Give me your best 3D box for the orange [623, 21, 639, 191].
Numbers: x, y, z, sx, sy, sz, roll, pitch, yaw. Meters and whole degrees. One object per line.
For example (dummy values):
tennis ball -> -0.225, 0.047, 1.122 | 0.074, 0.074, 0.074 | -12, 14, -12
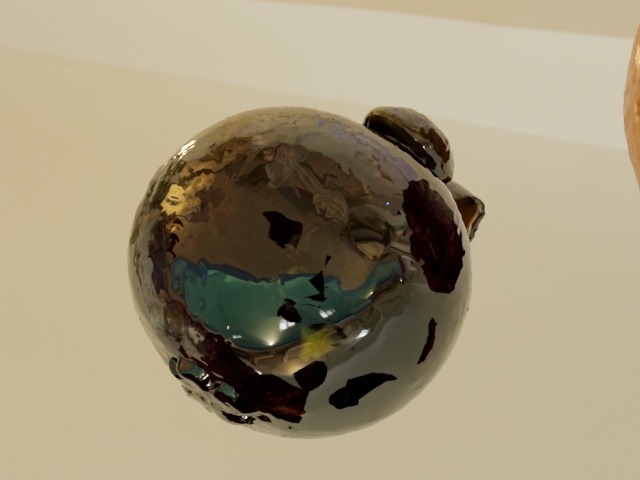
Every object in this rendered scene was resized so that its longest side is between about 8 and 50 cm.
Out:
orange -> 0.409, -0.109, 0.554 | 0.424, 0.326, 0.424 | -46, -145, 48

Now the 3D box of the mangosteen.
mangosteen -> 0.000, 0.000, 0.574 | 0.228, 0.228, 0.265 | 17, -122, 32
